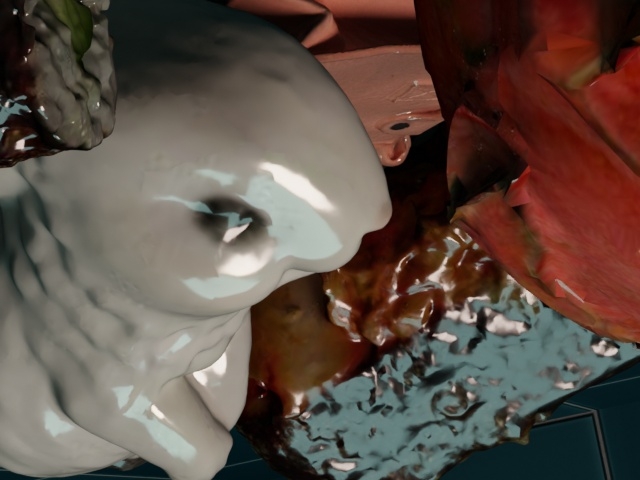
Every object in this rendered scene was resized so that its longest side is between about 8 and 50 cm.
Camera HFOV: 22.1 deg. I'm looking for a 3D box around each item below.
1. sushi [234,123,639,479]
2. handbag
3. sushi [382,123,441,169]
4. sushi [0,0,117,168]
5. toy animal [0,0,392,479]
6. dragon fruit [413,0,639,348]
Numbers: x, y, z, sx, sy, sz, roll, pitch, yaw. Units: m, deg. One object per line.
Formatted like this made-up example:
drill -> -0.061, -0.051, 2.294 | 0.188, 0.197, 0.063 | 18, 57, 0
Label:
sushi -> 0.066, 0.030, 1.031 | 0.343, 0.182, 0.196 | -31, -157, 14
handbag -> -0.001, -0.077, 0.881 | 0.157, 0.059, 0.212 | -3, 164, -26
sushi -> 0.000, 0.000, 1.215 | 0.264, 0.050, 0.290 | -12, 167, 11
sushi -> -0.110, -0.066, 0.524 | 0.084, 0.094, 0.098 | -11, 176, 11
toy animal -> -0.115, -0.004, 0.791 | 0.194, 0.258, 0.357 | -31, 167, -38
dragon fruit -> 0.174, -0.090, 0.483 | 0.296, 0.295, 0.302 | 2, 164, -39
